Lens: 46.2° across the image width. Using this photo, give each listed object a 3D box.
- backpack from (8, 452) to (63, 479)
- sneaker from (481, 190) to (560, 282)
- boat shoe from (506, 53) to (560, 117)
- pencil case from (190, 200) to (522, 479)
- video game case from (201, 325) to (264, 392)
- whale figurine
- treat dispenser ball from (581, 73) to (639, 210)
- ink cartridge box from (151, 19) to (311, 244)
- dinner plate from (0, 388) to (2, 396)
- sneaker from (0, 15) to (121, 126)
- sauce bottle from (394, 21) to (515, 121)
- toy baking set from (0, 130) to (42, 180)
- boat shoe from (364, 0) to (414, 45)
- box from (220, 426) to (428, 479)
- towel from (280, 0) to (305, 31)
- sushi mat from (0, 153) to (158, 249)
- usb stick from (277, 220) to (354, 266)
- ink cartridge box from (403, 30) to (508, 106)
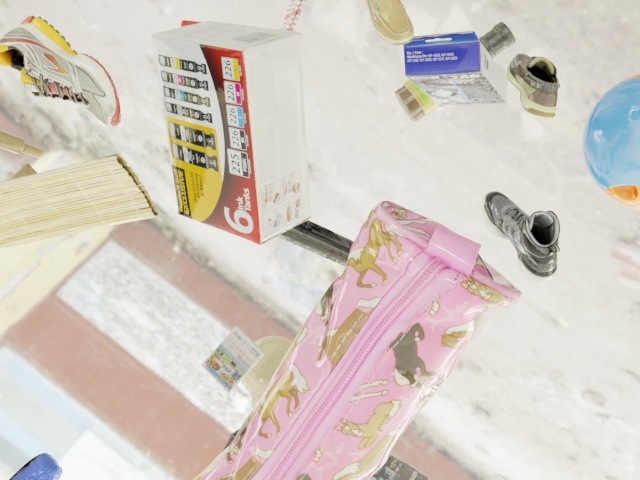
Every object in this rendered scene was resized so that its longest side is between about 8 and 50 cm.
[{"bbox_3d":[-0.664,0.569,1.771,0.101,0.120,0.098,41,156,4],"label":"backpack"},{"bbox_3d":[0.478,-0.043,1.762,0.153,0.101,0.268,90,155,-56],"label":"sneaker"},{"bbox_3d":[0.399,-0.301,1.378,0.080,0.223,0.073,14,125,-6],"label":"boat shoe"},{"bbox_3d":[0.016,0.146,0.684,0.160,0.386,0.167,29,-169,-30],"label":"pencil case"},{"bbox_3d":[-0.188,0.255,1.610,0.087,0.122,0.011,44,-167,8],"label":"video game case"},{"bbox_3d":[-0.098,0.387,2.004,0.272,0.216,0.141,46,153,10],"label":"whale figurine"},{"bbox_3d":[0.687,-0.201,1.537,0.288,0.288,0.288,29,151,18],"label":"treat dispenser ball"},{"bbox_3d":[-0.162,-0.184,1.215,0.272,0.130,0.309,18,124,37],"label":"ink cartridge box"},{"bbox_3d":[-0.784,0.369,1.684,0.017,0.141,0.141,60,159,22],"label":"dinner plate"},{"bbox_3d":[-0.381,-0.232,1.100,0.225,0.093,0.088,36,149,14],"label":"sneaker"},{"bbox_3d":[0.365,-0.462,2.034,0.111,0.344,0.111,52,-174,-8],"label":"sauce bottle"},{"bbox_3d":[-0.590,-0.107,1.298,0.030,0.196,0.256,-3,160,40],"label":"toy baking set"},{"bbox_3d":[0.120,-0.440,1.399,0.072,0.068,0.190,82,166,-52],"label":"boat shoe"},{"bbox_3d":[0.016,0.380,1.231,0.293,0.073,0.295,29,-170,14],"label":"box"},{"bbox_3d":[-0.068,-0.535,1.768,0.029,0.197,0.144,23,163,-14],"label":"towel"},{"bbox_3d":[-0.436,-0.057,1.229,0.317,0.019,0.151,-11,139,12],"label":"sushi mat"},{"bbox_3d":[0.000,0.000,1.518,0.278,0.077,0.045,24,118,-30],"label":"usb stick"},{"bbox_3d":[0.288,-0.358,1.609,0.165,0.065,0.333,2,175,26],"label":"ink cartridge box"}]
